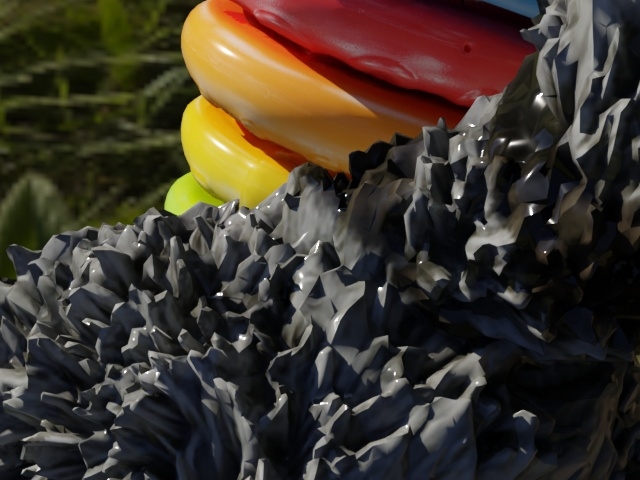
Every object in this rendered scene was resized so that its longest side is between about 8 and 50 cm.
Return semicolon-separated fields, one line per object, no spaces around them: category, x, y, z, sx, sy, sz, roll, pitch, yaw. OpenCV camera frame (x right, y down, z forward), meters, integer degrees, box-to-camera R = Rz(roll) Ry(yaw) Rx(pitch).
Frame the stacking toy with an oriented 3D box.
stacking toy;0.000;0.000;0.727;0.175;0.165;0.302;-87;17;-71

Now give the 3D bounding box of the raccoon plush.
raccoon plush;0.001;0.133;0.479;0.446;0.216;0.299;117;153;-58
